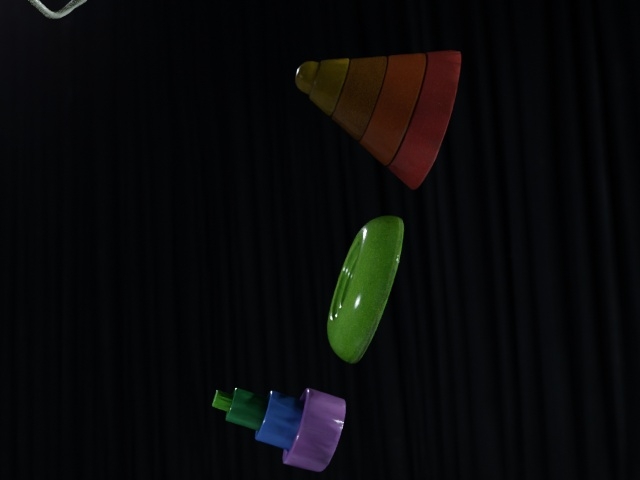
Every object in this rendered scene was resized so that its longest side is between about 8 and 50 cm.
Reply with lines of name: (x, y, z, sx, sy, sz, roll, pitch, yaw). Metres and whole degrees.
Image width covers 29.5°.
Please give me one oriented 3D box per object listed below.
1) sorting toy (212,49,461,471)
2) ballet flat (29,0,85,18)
sorting toy: (0.000, 0.000, 0.997, 0.126, 0.366, 0.127, 19, 0, -6)
ballet flat: (-0.146, -0.130, 0.543, 0.221, 0.079, 0.077, -24, 20, -6)
